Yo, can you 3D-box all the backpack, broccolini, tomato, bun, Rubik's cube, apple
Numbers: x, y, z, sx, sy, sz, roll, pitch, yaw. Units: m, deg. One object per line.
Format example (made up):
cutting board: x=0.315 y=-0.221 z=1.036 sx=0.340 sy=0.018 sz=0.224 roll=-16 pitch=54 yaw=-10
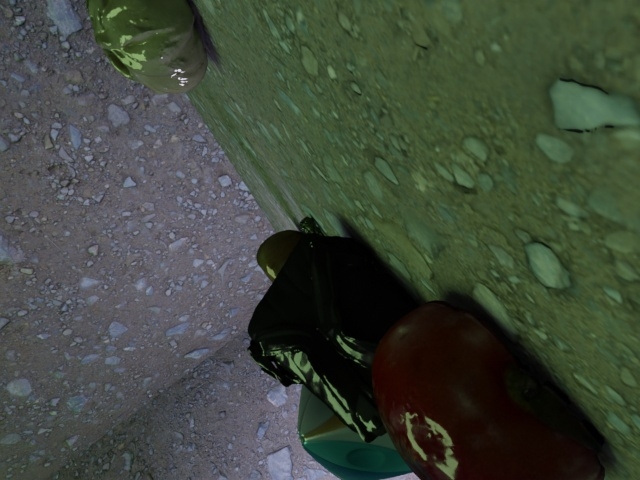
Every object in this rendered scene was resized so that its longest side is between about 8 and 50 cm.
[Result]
backpack: x=0.050 y=0.197 z=0.985 sx=0.445 sy=0.364 sz=0.254 roll=33 pitch=-174 yaw=37
broccolini: x=0.021 y=0.013 z=1.389 sx=0.239 sy=0.051 sz=0.054 roll=45 pitch=-146 yaw=22
tomato: x=0.189 y=0.272 z=0.648 sx=0.335 sy=0.176 sz=0.290 roll=50 pitch=154 yaw=20
bun: x=-0.428 y=-0.511 z=1.082 sx=0.365 sy=0.219 sz=0.365 roll=54 pitch=170 yaw=14
Rubik's cube: x=0.152 y=0.582 z=1.567 sx=0.352 sy=0.347 sz=0.352 roll=52 pitch=-155 yaw=-31
apple: x=-0.132 y=0.082 z=1.908 sx=0.257 sy=0.233 sz=0.257 roll=53 pitch=170 yaw=13

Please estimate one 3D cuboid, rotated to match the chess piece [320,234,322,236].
chess piece: x=0.000 y=0.000 z=1.477 sx=0.092 sy=0.035 sz=0.035 roll=57 pitch=173 yaw=2
